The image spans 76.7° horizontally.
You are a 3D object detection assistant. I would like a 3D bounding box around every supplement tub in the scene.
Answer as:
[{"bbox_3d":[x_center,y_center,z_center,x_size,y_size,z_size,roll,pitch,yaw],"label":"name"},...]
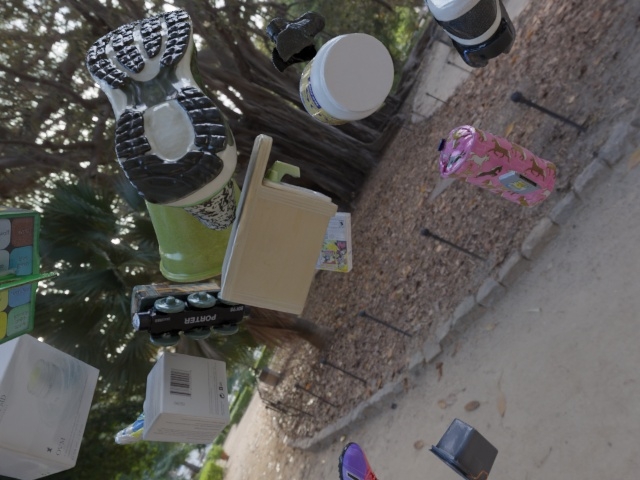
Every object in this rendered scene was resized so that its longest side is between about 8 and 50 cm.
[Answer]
[{"bbox_3d":[0.074,-0.492,1.262,0.241,0.241,0.331,-65,15,6],"label":"supplement tub"}]

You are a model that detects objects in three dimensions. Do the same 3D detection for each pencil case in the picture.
[{"bbox_3d":[0.551,-0.224,1.261,0.167,0.386,0.160,7,84,67],"label":"pencil case"}]

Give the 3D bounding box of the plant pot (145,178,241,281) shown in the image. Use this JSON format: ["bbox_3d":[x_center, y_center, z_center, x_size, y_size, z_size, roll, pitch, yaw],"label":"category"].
[{"bbox_3d":[-0.288,-0.087,0.940,0.276,0.276,0.254,-69,-32,-56],"label":"plant pot"}]

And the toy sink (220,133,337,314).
[{"bbox_3d":[-0.062,-0.029,0.627,0.153,0.131,0.234,-137,62,-72],"label":"toy sink"}]

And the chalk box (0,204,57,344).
[{"bbox_3d":[-0.350,0.032,0.356,0.132,0.213,0.132,-35,-45,-80],"label":"chalk box"}]

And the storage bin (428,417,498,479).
[{"bbox_3d":[0.310,0.444,0.843,0.091,0.135,0.098,-53,24,-15],"label":"storage bin"}]

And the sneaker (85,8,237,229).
[{"bbox_3d":[-0.216,-0.175,0.596,0.182,0.158,0.410,79,170,-60],"label":"sneaker"}]

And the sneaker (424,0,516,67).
[{"bbox_3d":[0.172,-0.285,0.493,0.079,0.121,0.217,-27,42,32],"label":"sneaker"}]

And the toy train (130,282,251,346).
[{"bbox_3d":[-0.369,0.190,1.150,0.190,0.334,0.142,27,111,45],"label":"toy train"}]

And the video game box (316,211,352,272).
[{"bbox_3d":[0.000,0.000,1.300,0.048,0.205,0.187,-31,-58,-60],"label":"video game box"}]

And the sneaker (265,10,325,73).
[{"bbox_3d":[-0.033,-0.360,0.735,0.170,0.089,0.051,-33,-10,-37],"label":"sneaker"}]

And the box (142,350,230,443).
[{"bbox_3d":[-0.345,0.408,1.048,0.119,0.182,0.181,-52,35,24],"label":"box"}]

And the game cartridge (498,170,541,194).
[{"bbox_3d":[0.462,-0.133,0.943,0.017,0.083,0.056,-70,15,-12],"label":"game cartridge"}]

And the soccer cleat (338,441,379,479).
[{"bbox_3d":[0.144,0.703,1.116,0.116,0.318,0.108,-7,14,47],"label":"soccer cleat"}]

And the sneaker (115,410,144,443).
[{"bbox_3d":[-0.521,0.540,1.270,0.091,0.240,0.126,-44,62,44],"label":"sneaker"}]

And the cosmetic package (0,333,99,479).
[{"bbox_3d":[-0.632,0.356,0.865,0.224,0.138,0.224,56,-164,-45],"label":"cosmetic package"}]
